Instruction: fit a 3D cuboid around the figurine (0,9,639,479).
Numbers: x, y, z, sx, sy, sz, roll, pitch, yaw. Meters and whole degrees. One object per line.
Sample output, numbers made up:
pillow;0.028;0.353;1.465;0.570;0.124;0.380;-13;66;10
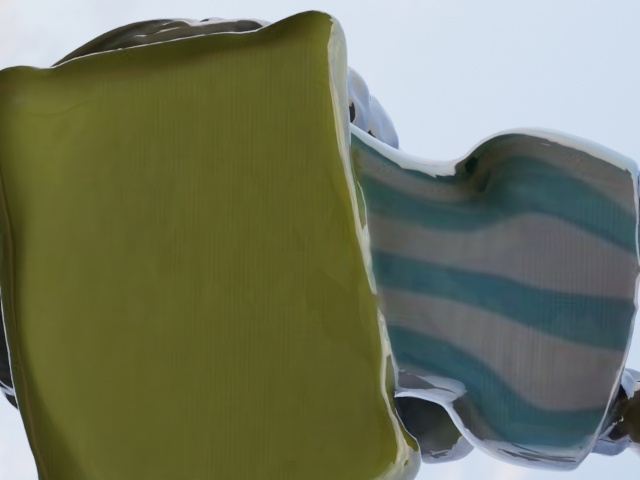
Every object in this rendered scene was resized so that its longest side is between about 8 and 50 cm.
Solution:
figurine;0.000;0.000;1.077;0.377;0.361;0.266;-93;-169;-80
